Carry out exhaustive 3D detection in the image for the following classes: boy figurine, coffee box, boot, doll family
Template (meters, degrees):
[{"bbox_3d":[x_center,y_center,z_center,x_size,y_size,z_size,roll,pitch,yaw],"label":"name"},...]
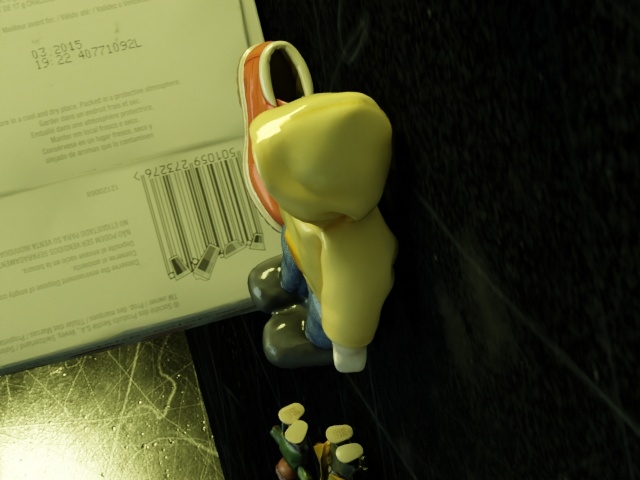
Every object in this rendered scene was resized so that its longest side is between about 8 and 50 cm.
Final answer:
[{"bbox_3d":[0.000,0.000,0.854,0.285,0.092,0.177,94,162,-66],"label":"boy figurine"},{"bbox_3d":[-0.218,-0.066,1.207,0.334,0.338,0.338,147,109,-79],"label":"coffee box"},{"bbox_3d":[-0.029,-0.079,0.989,0.084,0.059,0.157,-179,77,-74],"label":"boot"},{"bbox_3d":[0.019,0.226,1.068,0.111,0.076,0.193,97,154,-49],"label":"doll family"}]
